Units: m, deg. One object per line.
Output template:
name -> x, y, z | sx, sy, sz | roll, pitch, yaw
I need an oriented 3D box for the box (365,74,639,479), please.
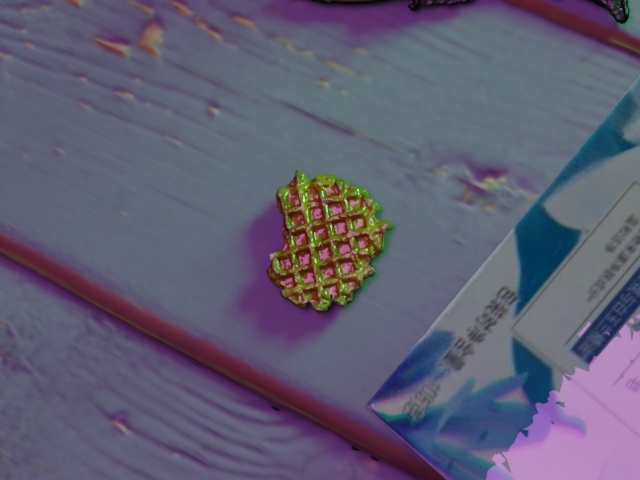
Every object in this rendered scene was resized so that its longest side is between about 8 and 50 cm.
box -> 0.193, 0.057, 1.023 | 0.203, 0.116, 0.274 | 41, 92, 22

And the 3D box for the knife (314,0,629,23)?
knife -> 0.082, -0.163, 1.164 | 0.222, 0.021, 0.045 | 6, 82, 19

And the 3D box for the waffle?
waffle -> 0.001, 0.002, 1.155 | 0.078, 0.016, 0.085 | 17, 84, 22
